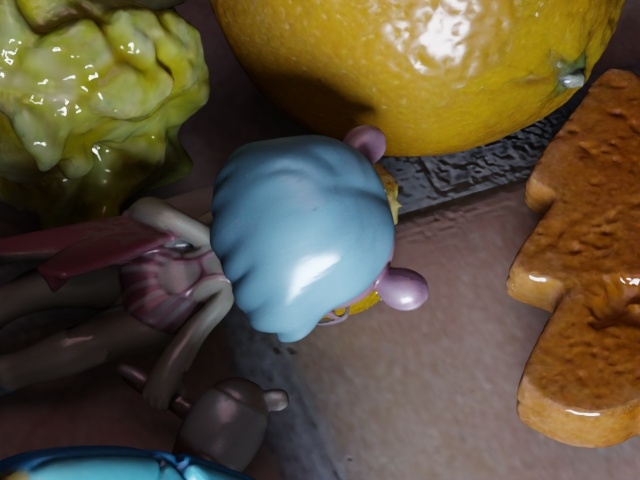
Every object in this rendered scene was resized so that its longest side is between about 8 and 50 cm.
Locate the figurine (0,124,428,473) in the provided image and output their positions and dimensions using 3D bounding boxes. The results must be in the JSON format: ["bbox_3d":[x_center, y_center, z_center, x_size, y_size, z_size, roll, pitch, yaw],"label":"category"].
[{"bbox_3d":[-0.074,0.037,1.022,0.260,0.103,0.205,-18,59,10],"label":"figurine"}]

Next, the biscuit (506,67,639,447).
[{"bbox_3d":[0.224,0.007,1.103,0.284,0.043,0.306,-12,46,-8],"label":"biscuit"}]

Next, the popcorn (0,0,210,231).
[{"bbox_3d":[-0.152,-0.095,1.118,0.167,0.185,0.187,-3,36,-17],"label":"popcorn"}]

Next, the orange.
[{"bbox_3d":[0.059,-0.170,1.132,0.264,0.264,0.264,-1,47,1],"label":"orange"}]

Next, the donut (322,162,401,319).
[{"bbox_3d":[0.000,0.000,1.114,0.097,0.043,0.108,7,51,10],"label":"donut"}]

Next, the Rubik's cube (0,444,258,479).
[{"bbox_3d":[-0.067,0.207,0.863,0.254,0.254,0.254,-1,47,1],"label":"Rubik's cube"}]
